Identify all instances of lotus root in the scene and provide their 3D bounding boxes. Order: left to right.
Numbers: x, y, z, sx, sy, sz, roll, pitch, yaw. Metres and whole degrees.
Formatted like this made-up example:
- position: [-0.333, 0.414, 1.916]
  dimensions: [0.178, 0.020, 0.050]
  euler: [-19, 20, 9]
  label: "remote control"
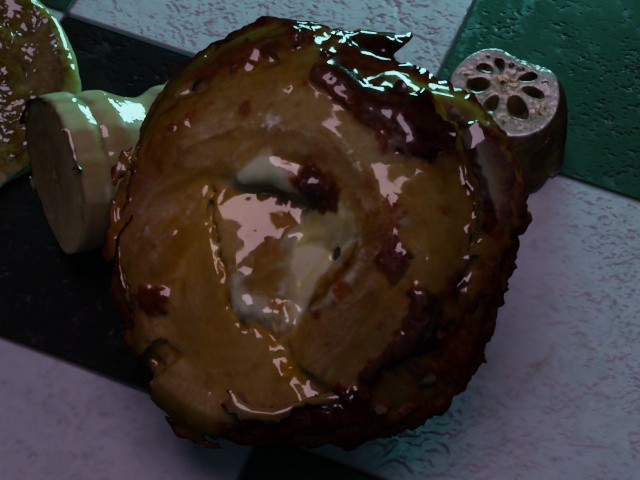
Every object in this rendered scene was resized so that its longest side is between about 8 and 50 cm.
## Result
- position: [0.164, -0.107, 1.525]
  dimensions: [0.122, 0.081, 0.112]
  euler: [27, 64, 16]
  label: "lotus root"

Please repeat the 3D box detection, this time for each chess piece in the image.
- position: [-0.099, -0.087, 1.479]
  dimensions: [0.301, 0.137, 0.137]
  euler: [-16, 55, -28]
  label: "chess piece"

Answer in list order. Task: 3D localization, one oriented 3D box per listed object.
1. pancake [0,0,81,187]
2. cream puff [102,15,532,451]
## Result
- position: [-0.355, -0.145, 1.516]
  dimensions: [0.282, 0.049, 0.282]
  euler: [6, 61, -11]
  label: "pancake"
- position: [0.005, -0.001, 1.323]
  dimensions: [0.350, 0.228, 0.350]
  euler: [-1, 86, 21]
  label: "cream puff"
